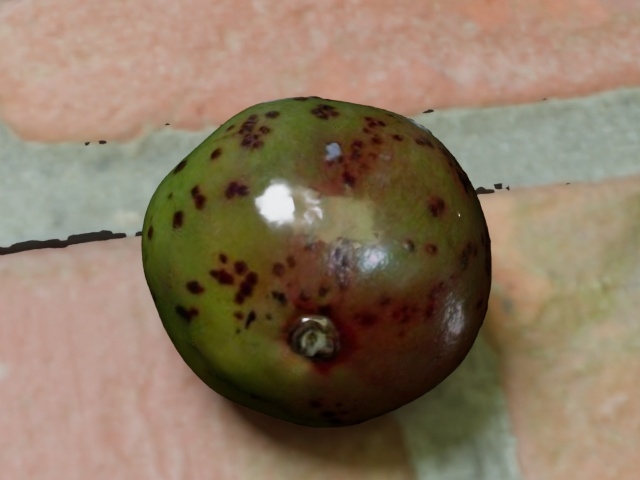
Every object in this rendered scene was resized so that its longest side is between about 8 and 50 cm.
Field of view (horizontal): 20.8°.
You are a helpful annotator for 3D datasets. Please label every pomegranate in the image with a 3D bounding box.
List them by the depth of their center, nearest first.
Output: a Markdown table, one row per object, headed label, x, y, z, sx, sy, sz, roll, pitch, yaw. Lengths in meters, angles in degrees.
| label | x | y | z | sx | sy | sz | roll | pitch | yaw |
| --- | --- | --- | --- | --- | --- | --- | --- | --- | --- |
| pomegranate | 0.001 | 0.001 | 0.622 | 0.130 | 0.130 | 0.130 | 4 | 61 | -7 |
